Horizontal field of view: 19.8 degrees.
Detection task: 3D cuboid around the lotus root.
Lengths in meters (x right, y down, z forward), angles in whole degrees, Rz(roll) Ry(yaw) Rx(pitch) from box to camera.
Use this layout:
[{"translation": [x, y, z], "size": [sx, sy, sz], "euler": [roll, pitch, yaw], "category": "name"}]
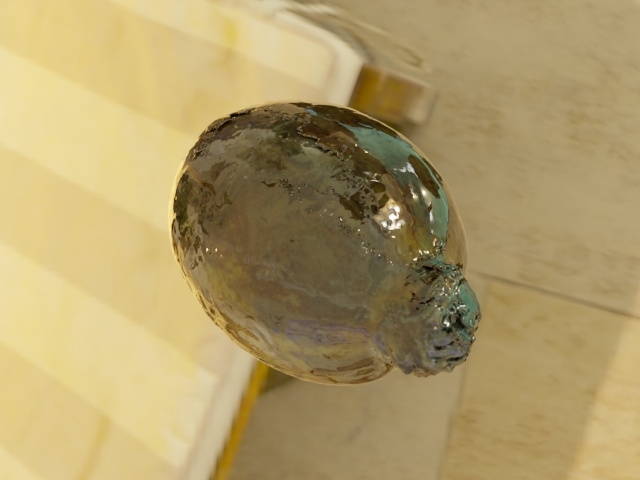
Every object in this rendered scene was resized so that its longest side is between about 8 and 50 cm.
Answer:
[{"translation": [0.000, 0.000, 0.828], "size": [0.209, 0.120, 0.120], "euler": [35, 103, 49], "category": "lotus root"}]
